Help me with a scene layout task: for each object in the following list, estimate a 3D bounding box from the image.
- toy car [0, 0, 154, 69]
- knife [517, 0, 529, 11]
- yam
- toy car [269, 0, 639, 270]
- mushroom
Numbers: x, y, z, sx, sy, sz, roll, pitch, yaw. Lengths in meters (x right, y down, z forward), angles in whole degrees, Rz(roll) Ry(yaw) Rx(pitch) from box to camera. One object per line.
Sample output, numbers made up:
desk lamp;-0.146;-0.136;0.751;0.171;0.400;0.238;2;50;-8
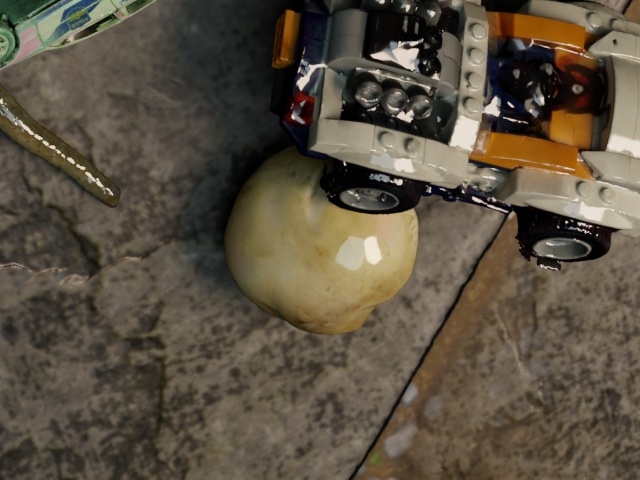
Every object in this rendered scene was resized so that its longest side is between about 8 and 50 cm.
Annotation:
toy car;-0.165;-0.181;1.304;0.224;0.090;0.076;-31;146;-5
knife;0.184;-0.217;1.444;0.023;0.010;0.170;25;104;-25
yam;-0.223;-0.096;1.353;0.234;0.029;0.027;42;54;-28
toy car;0.107;-0.098;1.361;0.301;0.118;0.193;15;69;-21
mushroom;0.000;0.000;1.418;0.148;0.112;0.148;2;98;16
